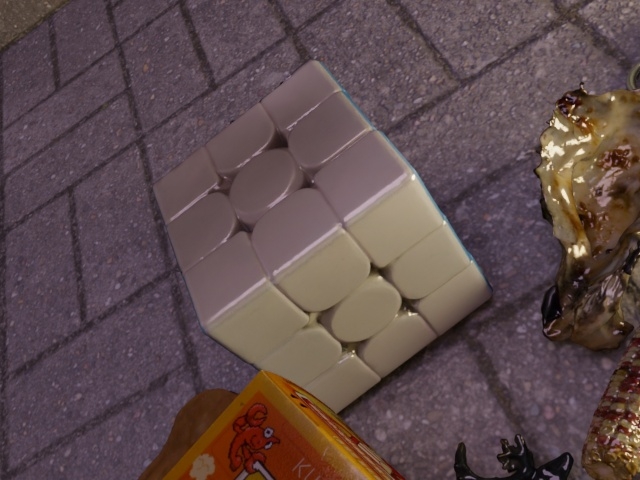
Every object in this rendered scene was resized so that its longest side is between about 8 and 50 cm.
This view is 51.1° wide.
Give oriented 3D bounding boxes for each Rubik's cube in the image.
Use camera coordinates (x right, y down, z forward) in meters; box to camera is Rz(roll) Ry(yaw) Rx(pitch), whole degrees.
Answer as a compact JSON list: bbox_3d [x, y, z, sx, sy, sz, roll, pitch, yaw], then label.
[{"bbox_3d":[0.000,0.000,0.886,0.291,0.290,0.292,-38,46,5],"label":"Rubik's cube"}]

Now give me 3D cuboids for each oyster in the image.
[{"bbox_3d":[0.356,-0.032,0.806,0.197,0.133,0.337,3,66,32],"label":"oyster"}]

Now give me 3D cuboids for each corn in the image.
[{"bbox_3d":[0.347,0.153,0.701,0.079,0.080,0.237,19,57,38],"label":"corn"}]

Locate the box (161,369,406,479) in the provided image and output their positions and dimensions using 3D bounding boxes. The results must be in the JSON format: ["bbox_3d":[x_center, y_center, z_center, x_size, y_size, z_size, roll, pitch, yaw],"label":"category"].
[{"bbox_3d":[0.019,0.313,0.627,0.214,0.259,0.283,-47,48,-10],"label":"box"}]

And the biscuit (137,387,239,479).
[{"bbox_3d":[-0.109,0.382,0.863,0.385,0.062,0.365,15,69,37],"label":"biscuit"}]

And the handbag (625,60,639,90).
[{"bbox_3d":[0.545,-0.227,0.841,0.315,0.109,0.241,15,69,41],"label":"handbag"}]

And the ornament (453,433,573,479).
[{"bbox_3d":[0.229,0.313,0.696,0.236,0.080,0.202,20,70,36],"label":"ornament"}]
